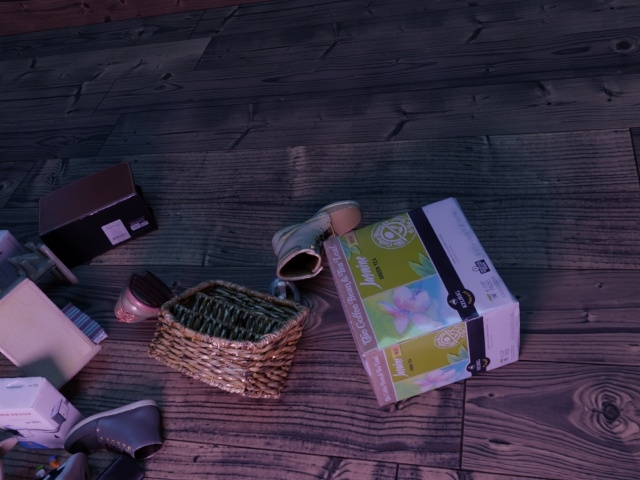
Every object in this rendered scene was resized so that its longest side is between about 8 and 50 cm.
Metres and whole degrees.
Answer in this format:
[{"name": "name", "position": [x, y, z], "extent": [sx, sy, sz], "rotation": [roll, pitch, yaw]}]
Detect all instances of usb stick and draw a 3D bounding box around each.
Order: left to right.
[{"name": "usb stick", "position": [-0.447, 0.530, 1.233], "extent": [0.077, 0.045, 0.278], "rotation": [39, 24, 2]}]

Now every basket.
[{"name": "basket", "position": [-0.216, 0.200, 1.398], "extent": [0.299, 0.213, 0.223], "rotation": [16, 83, 29]}]

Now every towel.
[{"name": "towel", "position": [-0.674, 0.258, 1.671], "extent": [0.197, 0.029, 0.144], "rotation": [24, 59, 37]}]

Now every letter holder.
[{"name": "letter holder", "position": [-0.682, -0.086, 1.905], "extent": [0.301, 0.152, 0.214], "rotation": [-25, 44, -5]}]

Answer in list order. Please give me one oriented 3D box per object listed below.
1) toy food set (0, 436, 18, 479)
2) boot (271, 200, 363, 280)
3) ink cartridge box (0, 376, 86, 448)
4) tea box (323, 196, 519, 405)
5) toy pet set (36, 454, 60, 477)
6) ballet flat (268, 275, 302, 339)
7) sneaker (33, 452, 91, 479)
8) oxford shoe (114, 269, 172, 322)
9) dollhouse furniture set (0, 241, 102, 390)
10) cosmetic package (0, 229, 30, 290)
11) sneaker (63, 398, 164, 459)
[{"name": "toy food set", "position": [-0.687, 0.599, 1.292], "extent": [0.220, 0.092, 0.306], "rotation": [-43, 50, 10]}, {"name": "boot", "position": [0.000, 0.000, 1.596], "extent": [0.262, 0.095, 0.203], "rotation": [-22, 24, 3]}, {"name": "ink cartridge box", "position": [-0.648, 0.395, 1.418], "extent": [0.139, 0.191, 0.082], "rotation": [-5, 47, 14]}, {"name": "tea box", "position": [0.213, 0.128, 1.366], "extent": [0.323, 0.220, 0.329], "rotation": [-20, 46, 0]}, {"name": "toy pet set", "position": [-0.616, 0.552, 1.373], "extent": [0.122, 0.065, 0.114], "rotation": [-39, 14, -22]}, {"name": "ballet flat", "position": [-0.089, 0.150, 1.541], "extent": [0.076, 0.079, 0.221], "rotation": [-14, 46, 1]}, {"name": "sneaker", "position": [-0.559, 0.503, 1.287], "extent": [0.121, 0.217, 0.079], "rotation": [-15, 87, -7]}, {"name": "oxford shoe", "position": [-0.445, 0.161, 1.539], "extent": [0.123, 0.348, 0.130], "rotation": [43, 85, -4]}, {"name": "dollhouse furniture set", "position": [-0.772, 0.222, 1.616], "extent": [0.362, 0.256, 0.394], "rotation": [-47, 27, -26]}, {"name": "cosmetic package", "position": [-0.978, 0.086, 1.838], "extent": [0.151, 0.151, 0.184], "rotation": [-1, 50, 18]}, {"name": "sneaker", "position": [-0.461, 0.446, 1.386], "extent": [0.222, 0.083, 0.118], "rotation": [-23, 46, -5]}]
